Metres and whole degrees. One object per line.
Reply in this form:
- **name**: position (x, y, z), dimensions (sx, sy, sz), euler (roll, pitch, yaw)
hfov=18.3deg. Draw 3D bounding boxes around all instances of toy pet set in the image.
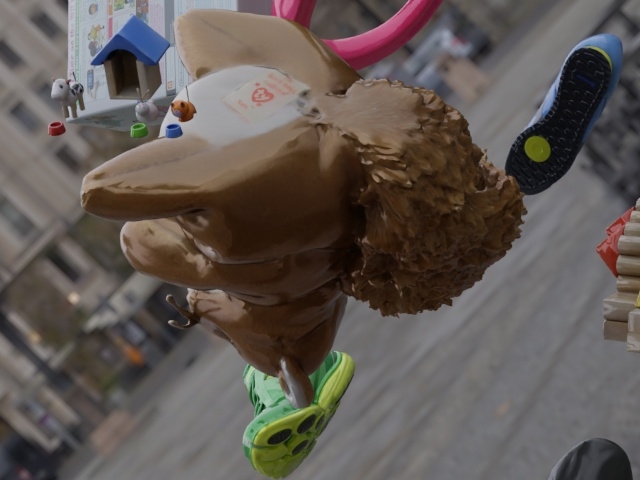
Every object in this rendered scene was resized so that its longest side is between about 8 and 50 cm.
- **toy pet set**: position (-0.165, -0.141, 1.699), dimensions (0.114, 0.122, 0.065), euler (-63, -29, -57)

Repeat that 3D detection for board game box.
- **board game box**: position (-0.163, -0.257, 2.261), dimensions (0.303, 0.224, 0.097), euler (-7, -10, 44)

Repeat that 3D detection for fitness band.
- **fitness band**: position (0.057, -0.289, 2.044), dimensions (0.209, 0.054, 0.291), euler (-18, -35, -33)

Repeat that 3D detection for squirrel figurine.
- **squirrel figurine**: position (0.000, 0.000, 1.973), dimensions (0.370, 0.397, 0.281), euler (80, -162, -44)

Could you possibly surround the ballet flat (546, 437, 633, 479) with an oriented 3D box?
- **ballet flat**: position (0.231, 0.330, 1.958), dimensions (0.280, 0.095, 0.096), euler (-68, -11, 11)

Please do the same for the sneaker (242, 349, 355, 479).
- **sneaker**: position (-0.050, 0.205, 2.479), dimensions (0.109, 0.123, 0.295), euler (-66, -8, 21)

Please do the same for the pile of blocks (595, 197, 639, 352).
- **pile of blocks**: position (0.353, -0.038, 2.068), dimensions (0.112, 0.149, 0.362), euler (5, 49, 27)

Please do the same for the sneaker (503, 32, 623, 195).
- **sneaker**: position (0.276, -0.139, 2.204), dimensions (0.082, 0.069, 0.209), euler (-41, -18, -56)
